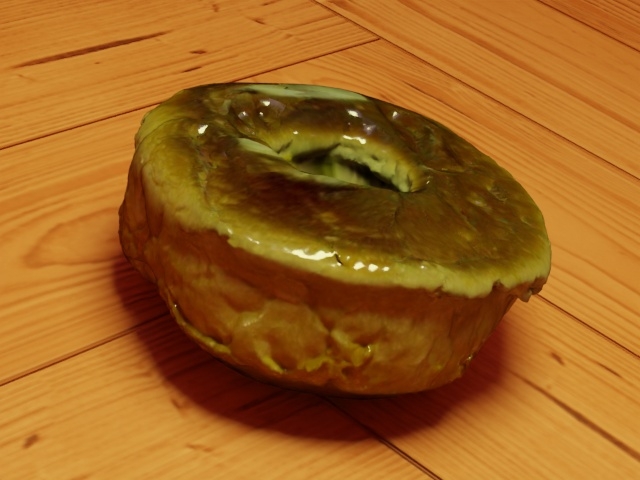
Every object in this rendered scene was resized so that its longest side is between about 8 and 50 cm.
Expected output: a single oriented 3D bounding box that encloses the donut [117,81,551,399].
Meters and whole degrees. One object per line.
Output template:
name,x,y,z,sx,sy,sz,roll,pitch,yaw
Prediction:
donut,0.000,0.000,1.264,0.330,0.160,0.330,19,23,-8
